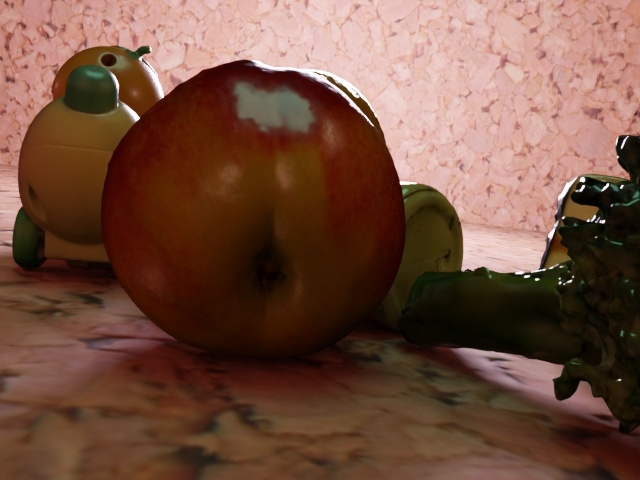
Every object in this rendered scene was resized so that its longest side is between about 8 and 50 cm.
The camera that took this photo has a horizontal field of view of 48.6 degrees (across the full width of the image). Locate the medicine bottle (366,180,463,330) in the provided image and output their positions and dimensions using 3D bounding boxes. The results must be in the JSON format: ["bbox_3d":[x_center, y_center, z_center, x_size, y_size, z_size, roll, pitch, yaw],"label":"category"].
[{"bbox_3d":[0.000,0.000,0.630,0.124,0.124,0.239,2,5,-44],"label":"medicine bottle"}]

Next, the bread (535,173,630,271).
[{"bbox_3d":[0.335,0.071,0.736,0.168,0.163,0.264,9,-25,33],"label":"bread"}]

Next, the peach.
[{"bbox_3d":[-0.041,-0.022,0.449,0.190,0.190,0.192,5,25,-19],"label":"peach"}]

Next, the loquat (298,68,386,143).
[{"bbox_3d":[-0.042,-0.099,0.908,0.263,0.263,0.263,7,6,-1],"label":"loquat"}]

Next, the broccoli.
[{"bbox_3d":[0.188,0.038,0.436,0.199,0.177,0.275,7,-11,-18],"label":"broccoli"}]

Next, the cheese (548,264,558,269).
[{"bbox_3d":[0.290,0.080,0.515,0.255,0.050,0.127,18,-3,31],"label":"cheese"}]

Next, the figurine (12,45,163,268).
[{"bbox_3d":[-0.218,-0.087,0.705,0.124,0.222,0.324,4,7,-11],"label":"figurine"}]
